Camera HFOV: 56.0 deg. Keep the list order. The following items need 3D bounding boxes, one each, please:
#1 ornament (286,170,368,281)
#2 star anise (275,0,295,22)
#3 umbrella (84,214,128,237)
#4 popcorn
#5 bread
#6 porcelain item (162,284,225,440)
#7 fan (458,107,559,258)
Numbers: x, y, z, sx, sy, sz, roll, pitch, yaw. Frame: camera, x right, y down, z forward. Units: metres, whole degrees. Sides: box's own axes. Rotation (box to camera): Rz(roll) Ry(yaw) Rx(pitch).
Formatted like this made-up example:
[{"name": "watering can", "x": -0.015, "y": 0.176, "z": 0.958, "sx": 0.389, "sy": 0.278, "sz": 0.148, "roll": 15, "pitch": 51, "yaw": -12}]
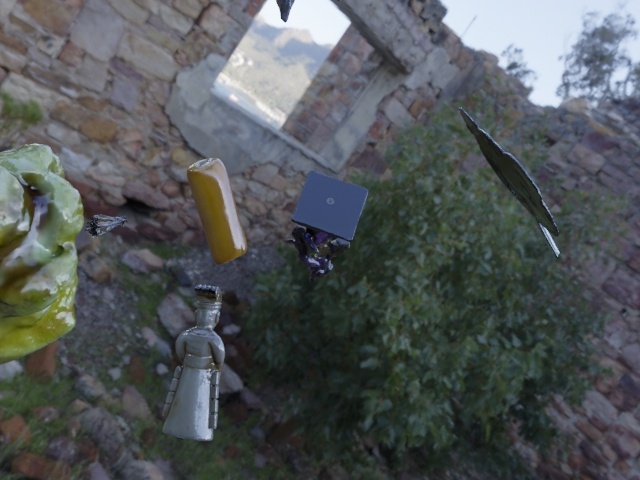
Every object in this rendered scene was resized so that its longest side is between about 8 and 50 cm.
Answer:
[{"name": "ornament", "x": 0.003, "y": -0.008, "z": 0.824, "sx": 0.088, "sy": 0.081, "sz": 0.203, "roll": 19, "pitch": -24, "yaw": 5}, {"name": "star anise", "x": -0.055, "y": -0.433, "z": 0.932, "sx": 0.207, "sy": 0.172, "sz": 0.063, "roll": 27, "pitch": 1, "yaw": -9}, {"name": "umbrella", "x": -0.282, "y": -0.022, "z": 0.793, "sx": 0.020, "sy": 0.032, "sz": 0.083, "roll": 12, "pitch": 11, "yaw": 19}, {"name": "popcorn", "x": -0.374, "y": 0.019, "z": 0.658, "sx": 0.276, "sy": 0.276, "sz": 0.226, "roll": 31, "pitch": 49, "yaw": -29}, {"name": "bread", "x": -0.221, "y": -0.061, "z": 1.329, "sx": 0.073, "sy": 0.240, "sz": 0.092, "roll": -1, "pitch": 25, "yaw": 28}, {"name": "porcelain item", "x": -0.173, "y": 0.171, "z": 0.863, "sx": 0.084, "sy": 0.213, "sz": 0.054, "roll": 7, "pitch": -7, "yaw": 10}, {"name": "fan", "x": 0.219, "y": -0.042, "z": 0.641, "sx": 0.226, "sy": 0.008, "sz": 0.153, "roll": 44, "pitch": 14, "yaw": -40}]
